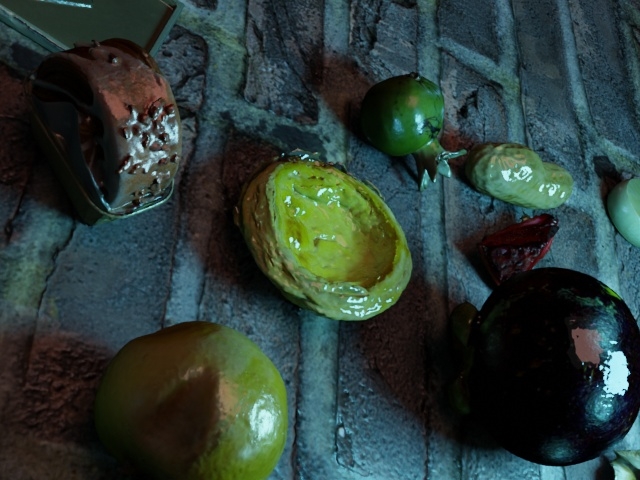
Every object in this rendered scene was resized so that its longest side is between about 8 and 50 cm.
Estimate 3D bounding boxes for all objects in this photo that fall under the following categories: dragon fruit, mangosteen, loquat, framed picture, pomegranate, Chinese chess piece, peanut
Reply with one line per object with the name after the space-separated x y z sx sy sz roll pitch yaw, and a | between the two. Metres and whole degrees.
0.336 -0.008 1.550 0.092 0.122 0.192 40 45 15 | dragon fruit
0.311 0.174 1.308 0.288 0.288 0.288 19 51 -25 | mangosteen
-0.136 0.188 0.999 0.213 0.213 0.213 19 51 -25 | loquat
-0.365 -0.357 1.331 0.315 0.024 0.232 33 46 -16 | framed picture
0.152 -0.179 1.521 0.152 0.131 0.191 -22 83 -47 | pomegranate
0.628 -0.053 1.838 0.144 0.058 0.144 20 52 -27 | Chinese chess piece
0.352 -0.112 1.637 0.226 0.108 0.095 17 47 -30 | peanut

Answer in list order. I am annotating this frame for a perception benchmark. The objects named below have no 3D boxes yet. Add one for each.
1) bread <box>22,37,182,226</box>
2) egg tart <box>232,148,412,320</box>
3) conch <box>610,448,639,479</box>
-0.255 -0.138 1.127 0.142 0.212 0.224 -23 75 -40 | bread
0.000 0.000 1.309 0.279 0.095 0.279 20 46 -21 | egg tart
0.524 0.389 1.400 0.207 0.130 0.155 39 30 12 | conch
